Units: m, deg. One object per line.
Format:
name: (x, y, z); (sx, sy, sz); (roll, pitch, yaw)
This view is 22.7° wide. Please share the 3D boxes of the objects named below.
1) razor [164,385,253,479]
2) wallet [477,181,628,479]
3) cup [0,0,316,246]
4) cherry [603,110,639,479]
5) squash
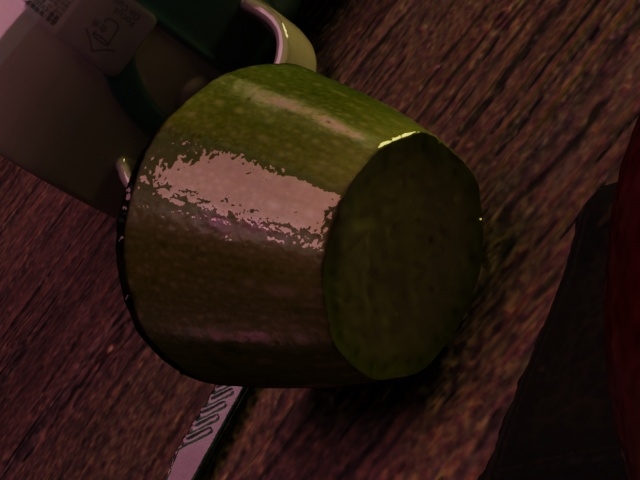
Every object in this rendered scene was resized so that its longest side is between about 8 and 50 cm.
razor: (-0.039, 0.062, 0.902); (0.066, 0.033, 0.190); (69, -136, -67)
wallet: (0.194, 0.013, 0.563); (0.321, 0.044, 0.170); (-22, 38, 51)
cup: (-0.129, -0.140, 1.119); (0.257, 0.219, 0.289); (-50, 56, 7)
cherry: (0.174, 0.042, 0.314); (0.230, 0.300, 0.203); (-39, -12, -4)
squash: (0.000, 0.000, 0.783); (0.123, 0.170, 0.170); (12, 67, 43)
